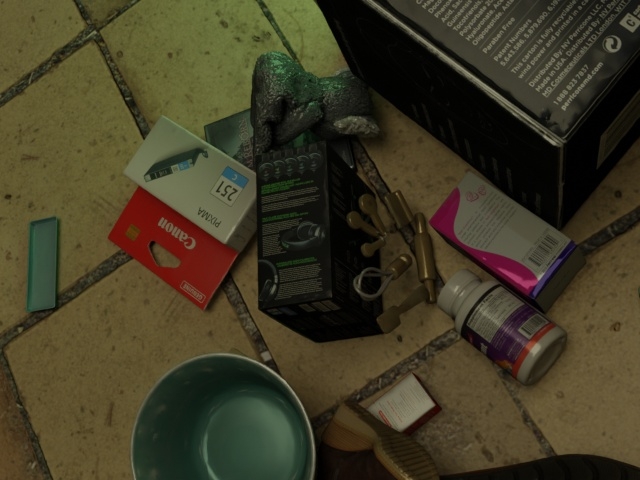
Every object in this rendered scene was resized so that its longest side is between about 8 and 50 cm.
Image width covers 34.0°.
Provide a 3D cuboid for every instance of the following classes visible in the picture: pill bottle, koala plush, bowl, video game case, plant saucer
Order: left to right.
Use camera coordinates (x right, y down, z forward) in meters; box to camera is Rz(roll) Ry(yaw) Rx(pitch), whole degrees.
[{"bbox_3d":[-0.546,0.048,2.062,0.067,0.018,0.192,-11,69,18],"label":"plant saucer"},{"bbox_3d":[-0.134,0.338,1.693,0.311,0.163,0.311,-2,83,16],"label":"bowl"},{"bbox_3d":[-0.079,-0.172,1.945,0.274,0.026,0.196,-18,66,15],"label":"video game case"},{"bbox_3d":[-0.008,-0.234,1.831,0.221,0.203,0.196,0,45,-7],"label":"koala plush"},{"bbox_3d":[0.281,0.130,1.646,0.193,0.108,0.108,39,89,29],"label":"pill bottle"}]

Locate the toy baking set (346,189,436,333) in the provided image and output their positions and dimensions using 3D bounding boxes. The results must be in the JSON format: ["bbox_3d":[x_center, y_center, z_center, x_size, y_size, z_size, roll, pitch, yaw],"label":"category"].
[{"bbox_3d":[0.118,0.034,1.710,0.030,0.196,0.256,-27,65,43],"label":"toy baking set"}]

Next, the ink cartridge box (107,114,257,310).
[{"bbox_3d":[-0.255,-0.056,1.932,0.296,0.066,0.261,32,89,32],"label":"ink cartridge box"}]

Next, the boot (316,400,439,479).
[{"bbox_3d":[0.075,0.387,1.603,0.248,0.090,0.207,35,114,50],"label":"boot"}]

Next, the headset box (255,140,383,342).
[{"bbox_3d":[0.000,0.000,1.726,0.131,0.246,0.283,-10,69,20],"label":"headset box"}]

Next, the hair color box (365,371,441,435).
[{"bbox_3d":[0.118,0.286,1.694,0.141,0.043,0.072,-39,63,5],"label":"hair color box"}]

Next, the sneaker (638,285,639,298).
[{"bbox_3d":[0.533,0.103,1.596,0.069,0.038,0.098,-26,74,10],"label":"sneaker"}]

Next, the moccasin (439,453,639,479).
[{"bbox_3d":[0.326,0.403,1.527,0.380,0.147,0.139,-16,53,21],"label":"moccasin"}]

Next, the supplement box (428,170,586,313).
[{"bbox_3d":[0.299,0.002,1.681,0.220,0.114,0.111,39,90,27],"label":"supplement box"}]

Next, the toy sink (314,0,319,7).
[{"bbox_3d":[0.077,-0.459,1.862,0.131,0.234,0.153,24,83,27],"label":"toy sink"}]

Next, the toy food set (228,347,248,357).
[{"bbox_3d":[-0.164,0.290,1.810,0.132,0.038,0.192,26,83,27],"label":"toy food set"}]

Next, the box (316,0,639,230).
[{"bbox_3d":[0.259,-0.310,1.557,0.472,0.480,0.297,39,88,17],"label":"box"}]
